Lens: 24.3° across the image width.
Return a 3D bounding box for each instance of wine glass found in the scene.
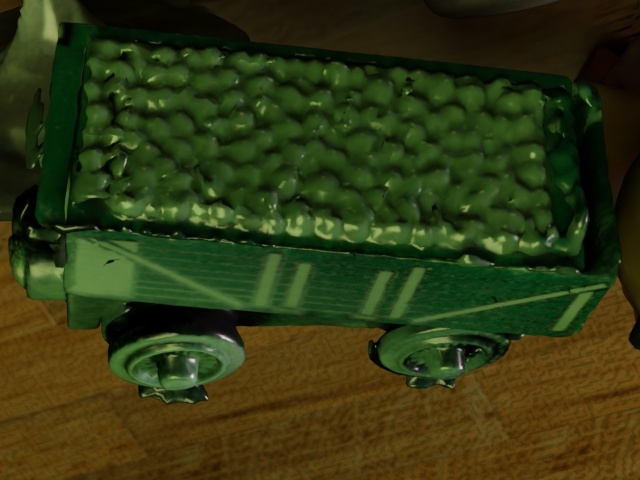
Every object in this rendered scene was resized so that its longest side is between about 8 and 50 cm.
[{"bbox_3d":[-0.145,-0.226,0.654,0.267,0.267,0.406,0,130,11],"label":"wine glass"}]

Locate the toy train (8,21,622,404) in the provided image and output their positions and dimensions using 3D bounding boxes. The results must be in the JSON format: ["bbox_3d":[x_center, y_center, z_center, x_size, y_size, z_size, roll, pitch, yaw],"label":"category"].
[{"bbox_3d":[0.000,0.000,0.648,0.269,0.115,0.154,6,152,-8],"label":"toy train"}]

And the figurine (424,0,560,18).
[{"bbox_3d":[0.206,-0.139,0.598,0.266,0.361,0.378,23,146,-36],"label":"figurine"}]

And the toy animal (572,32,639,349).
[{"bbox_3d":[0.208,-0.023,0.699,0.195,0.281,0.169,22,124,-3],"label":"toy animal"}]
